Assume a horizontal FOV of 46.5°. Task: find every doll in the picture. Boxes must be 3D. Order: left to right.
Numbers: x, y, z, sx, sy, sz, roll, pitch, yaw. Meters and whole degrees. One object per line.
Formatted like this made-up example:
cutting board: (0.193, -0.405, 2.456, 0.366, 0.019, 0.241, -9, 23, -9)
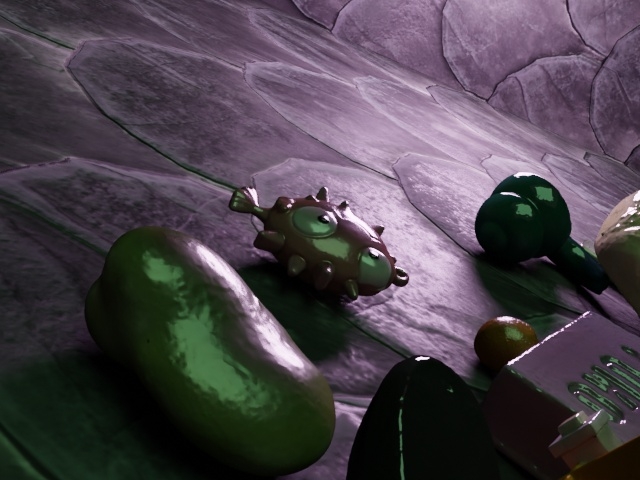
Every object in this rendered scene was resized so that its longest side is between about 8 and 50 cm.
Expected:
doll: (0.000, 0.000, 0.992, 0.262, 0.093, 0.211, 30, 30, 0)

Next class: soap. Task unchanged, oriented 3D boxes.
soap: (0.369, 0.226, 0.875, 0.285, 0.107, 0.296, 35, 29, 27)

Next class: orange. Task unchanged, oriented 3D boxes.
orange: (0.247, 0.139, 0.992, 0.085, 0.085, 0.085, 23, 24, -11)

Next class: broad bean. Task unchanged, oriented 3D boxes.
broad bean: (-0.097, 0.105, 0.681, 0.263, 0.121, 0.189, 48, 23, 10)

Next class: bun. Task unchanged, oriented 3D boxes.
bun: (0.681, 0.047, 1.365, 0.352, 0.227, 0.349, 38, 33, -20)

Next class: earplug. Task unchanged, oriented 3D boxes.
earplug: (0.404, -0.003, 1.408, 0.280, 0.257, 0.164, -15, 8, -36)

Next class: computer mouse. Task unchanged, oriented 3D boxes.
computer mouse: (0.085, 0.225, 0.625, 0.137, 0.086, 0.269, 30, 38, -23)

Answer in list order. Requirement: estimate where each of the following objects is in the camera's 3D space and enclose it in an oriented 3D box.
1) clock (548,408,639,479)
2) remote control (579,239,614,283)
clock: (0.252, 0.283, 0.537, 0.235, 0.166, 0.309, -10, 61, -54)
remote control: (0.650, 0.079, 1.583, 0.233, 0.038, 0.098, 38, 26, 21)
